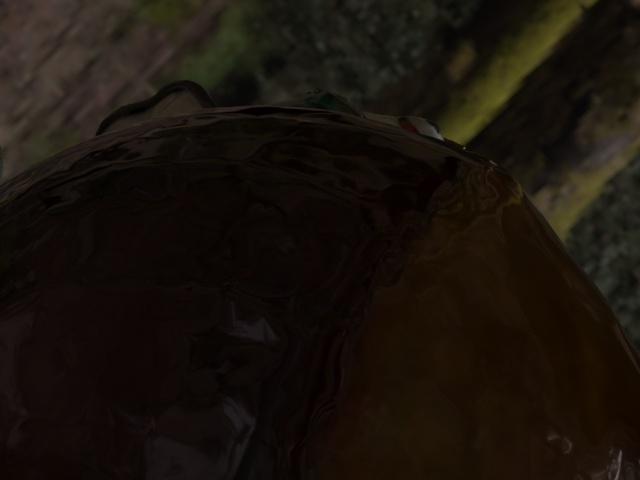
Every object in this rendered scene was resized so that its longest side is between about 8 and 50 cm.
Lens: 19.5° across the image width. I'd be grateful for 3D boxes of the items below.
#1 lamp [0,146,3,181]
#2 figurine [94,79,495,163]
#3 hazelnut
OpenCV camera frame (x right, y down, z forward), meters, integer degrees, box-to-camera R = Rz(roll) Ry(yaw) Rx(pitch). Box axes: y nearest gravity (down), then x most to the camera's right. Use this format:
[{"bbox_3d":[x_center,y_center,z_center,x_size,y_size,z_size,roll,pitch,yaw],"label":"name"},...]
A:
[{"bbox_3d":[-0.288,-0.057,1.384,0.105,0.105,0.105,-36,-156,19],"label":"lamp"},{"bbox_3d":[0.000,0.000,1.430,0.323,0.340,0.231,44,-66,42],"label":"figurine"},{"bbox_3d":[-0.016,0.159,0.788,0.402,0.429,0.402,-16,171,-3],"label":"hazelnut"}]
